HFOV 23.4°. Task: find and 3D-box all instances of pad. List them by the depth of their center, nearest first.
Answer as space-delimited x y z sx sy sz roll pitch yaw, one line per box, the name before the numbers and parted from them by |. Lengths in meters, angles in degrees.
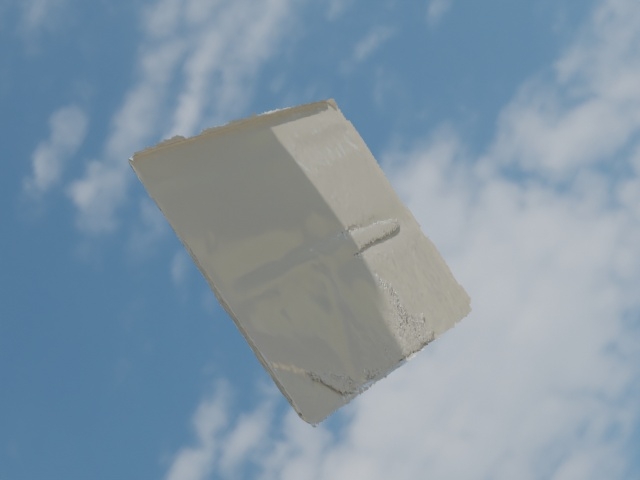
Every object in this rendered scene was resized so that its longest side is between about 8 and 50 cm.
pad | 0.000 0.000 0.805 0.004 0.156 0.232 -37 -5 27
